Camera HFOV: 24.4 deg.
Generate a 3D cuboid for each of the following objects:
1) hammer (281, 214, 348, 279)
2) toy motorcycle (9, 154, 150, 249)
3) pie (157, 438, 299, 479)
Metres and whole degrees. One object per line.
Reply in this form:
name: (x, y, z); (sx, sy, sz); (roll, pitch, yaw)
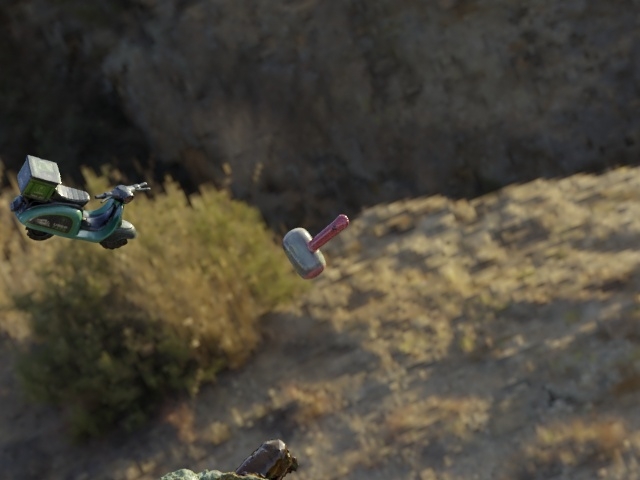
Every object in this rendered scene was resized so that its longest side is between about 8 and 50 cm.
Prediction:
hammer: (0.000, 0.000, 1.450); (0.083, 0.052, 0.031); (-38, -8, 36)
toy motorcycle: (-0.289, -0.039, 1.783); (0.100, 0.173, 0.058); (-53, 39, 30)
pie: (-0.133, 0.427, 2.064); (0.274, 0.257, 0.105); (-15, 18, -28)
